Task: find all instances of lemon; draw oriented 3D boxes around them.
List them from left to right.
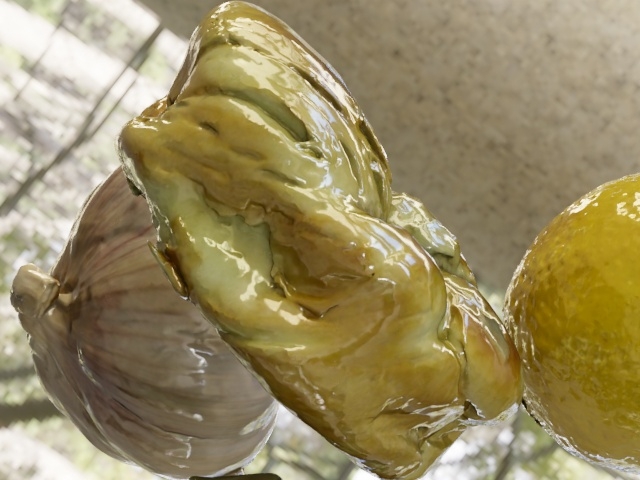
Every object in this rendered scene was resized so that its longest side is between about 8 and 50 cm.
[{"bbox_3d":[0.299,0.075,1.366,0.293,0.293,0.293,-49,-168,15],"label":"lemon"}]

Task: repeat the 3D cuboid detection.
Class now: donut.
[{"bbox_3d":[0.000,0.000,1.109,0.170,0.360,0.360,-38,-166,6],"label":"donut"}]

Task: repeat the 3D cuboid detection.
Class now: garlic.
[{"bbox_3d":[-0.139,0.067,1.439,0.241,0.322,0.322,-18,162,-47],"label":"garlic"}]

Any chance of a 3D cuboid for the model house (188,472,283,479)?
[{"bbox_3d":[-0.048,0.296,1.135,0.325,0.267,0.194,-25,171,-8],"label":"model house"}]
